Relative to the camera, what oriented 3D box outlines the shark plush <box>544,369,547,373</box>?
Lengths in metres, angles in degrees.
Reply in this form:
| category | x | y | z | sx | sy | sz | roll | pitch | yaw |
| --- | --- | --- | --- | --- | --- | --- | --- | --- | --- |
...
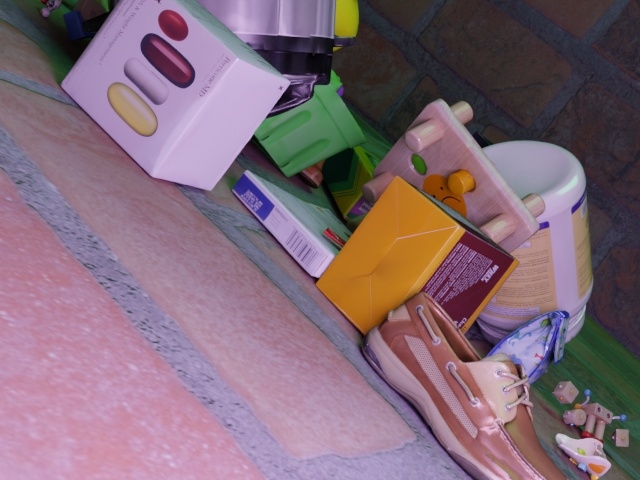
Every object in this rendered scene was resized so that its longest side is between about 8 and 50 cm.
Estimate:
| category | x | y | z | sx | sy | sz | roll | pitch | yaw |
| --- | --- | --- | --- | --- | --- | --- | --- | --- | --- |
| shark plush | 0.380 | 0.210 | 1.977 | 0.161 | 0.073 | 0.067 | 56 | 24 | -26 |

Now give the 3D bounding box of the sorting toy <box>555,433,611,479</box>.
| category | x | y | z | sx | sy | sz | roll | pitch | yaw |
| --- | --- | --- | --- | --- | --- | --- | --- | --- | --- |
| sorting toy | 0.391 | 0.320 | 1.534 | 0.075 | 0.045 | 0.083 | 32 | 12 | 1 |

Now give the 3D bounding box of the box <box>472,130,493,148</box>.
| category | x | y | z | sx | sy | sz | roll | pitch | yaw |
| --- | --- | --- | --- | --- | --- | --- | --- | --- | --- |
| box | 0.338 | -0.075 | 2.012 | 0.261 | 0.184 | 0.103 | 28 | 17 | -45 |

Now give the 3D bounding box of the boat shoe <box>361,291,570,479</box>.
| category | x | y | z | sx | sy | sz | roll | pitch | yaw |
| --- | --- | --- | --- | --- | --- | --- | --- | --- | --- |
| boat shoe | 0.186 | 0.186 | 1.201 | 0.324 | 0.120 | 0.122 | 44 | 13 | 27 |

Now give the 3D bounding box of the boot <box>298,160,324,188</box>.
| category | x | y | z | sx | sy | sz | roll | pitch | yaw |
| --- | --- | --- | --- | --- | --- | --- | --- | --- | --- |
| boot | 0.006 | -0.191 | 2.000 | 0.073 | 0.152 | 0.197 | 50 | 4 | -31 |

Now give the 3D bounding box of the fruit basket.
| category | x | y | z | sx | sy | sz | roll | pitch | yaw |
| --- | --- | --- | --- | --- | --- | --- | --- | --- | --- |
| fruit basket | -0.041 | -0.362 | 1.919 | 0.392 | 0.392 | 0.283 | 47 | -3 | 35 |

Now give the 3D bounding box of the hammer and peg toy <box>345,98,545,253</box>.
| category | x | y | z | sx | sy | sz | roll | pitch | yaw |
| --- | --- | --- | --- | --- | --- | --- | --- | --- | --- |
| hammer and peg toy | 0.194 | -0.041 | 1.657 | 0.266 | 0.127 | 0.361 | 53 | -29 | 9 |

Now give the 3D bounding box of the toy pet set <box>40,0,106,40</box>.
| category | x | y | z | sx | sy | sz | roll | pitch | yaw |
| --- | --- | --- | --- | --- | --- | --- | --- | --- | --- |
| toy pet set | -0.398 | -0.348 | 1.668 | 0.114 | 0.065 | 0.122 | -1 | -26 | 47 |

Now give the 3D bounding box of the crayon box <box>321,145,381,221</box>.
| category | x | y | z | sx | sy | sz | roll | pitch | yaw |
| --- | --- | --- | --- | --- | --- | --- | --- | --- | --- |
| crayon box | 0.181 | -0.035 | 2.090 | 0.363 | 0.106 | 0.313 | 36 | 13 | -20 |

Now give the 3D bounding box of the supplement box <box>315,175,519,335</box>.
| category | x | y | z | sx | sy | sz | roll | pitch | yaw |
| --- | --- | --- | --- | --- | --- | --- | --- | --- | --- |
| supplement box | 0.137 | 0.046 | 1.407 | 0.129 | 0.191 | 0.194 | 44 | 12 | 37 |

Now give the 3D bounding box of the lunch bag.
| category | x | y | z | sx | sy | sz | roll | pitch | yaw |
| --- | --- | --- | --- | --- | --- | --- | --- | --- | --- |
| lunch bag | 0.361 | 0.177 | 1.710 | 0.096 | 0.151 | 0.129 | 42 | 11 | 16 |

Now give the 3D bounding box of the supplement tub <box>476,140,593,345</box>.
| category | x | y | z | sx | sy | sz | roll | pitch | yaw |
| --- | --- | --- | --- | --- | --- | --- | --- | --- | --- |
| supplement tub | 0.365 | 0.013 | 1.832 | 0.241 | 0.241 | 0.331 | -125 | -162 | -54 |

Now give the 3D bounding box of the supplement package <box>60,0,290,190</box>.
| category | x | y | z | sx | sy | sz | roll | pitch | yaw |
| --- | --- | --- | --- | --- | --- | --- | --- | --- | --- |
| supplement package | -0.194 | -0.209 | 1.357 | 0.203 | 0.194 | 0.149 | 43 | 13 | 22 |

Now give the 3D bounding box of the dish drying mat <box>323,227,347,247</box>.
| category | x | y | z | sx | sy | sz | roll | pitch | yaw |
| --- | --- | --- | --- | --- | --- | --- | --- | --- | --- |
| dish drying mat | 0.040 | 0.010 | 1.465 | 0.083 | 0.008 | 0.032 | 38 | 10 | 1 |

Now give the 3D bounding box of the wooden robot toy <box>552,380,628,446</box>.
| category | x | y | z | sx | sy | sz | roll | pitch | yaw |
| --- | --- | --- | --- | --- | --- | --- | --- | --- | --- |
| wooden robot toy | 0.457 | 0.312 | 1.770 | 0.173 | 0.076 | 0.079 | 35 | -23 | -20 |

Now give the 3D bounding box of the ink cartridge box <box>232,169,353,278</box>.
| category | x | y | z | sx | sy | sz | roll | pitch | yaw |
| --- | --- | --- | --- | --- | --- | --- | --- | --- | --- |
| ink cartridge box | 0.000 | 0.000 | 1.527 | 0.224 | 0.045 | 0.223 | 24 | 17 | -51 |

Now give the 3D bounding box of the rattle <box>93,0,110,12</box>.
| category | x | y | z | sx | sy | sz | roll | pitch | yaw |
| --- | --- | --- | --- | --- | --- | --- | --- | --- | --- |
| rattle | -0.439 | -0.444 | 1.935 | 0.200 | 0.142 | 0.130 | 75 | -2 | -84 |

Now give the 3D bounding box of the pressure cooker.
| category | x | y | z | sx | sy | sz | roll | pitch | yaw |
| --- | --- | --- | --- | --- | --- | --- | --- | --- | --- |
| pressure cooker | -0.157 | -0.397 | 1.607 | 0.369 | 0.420 | 0.375 | 6 | 11 | 22 |
